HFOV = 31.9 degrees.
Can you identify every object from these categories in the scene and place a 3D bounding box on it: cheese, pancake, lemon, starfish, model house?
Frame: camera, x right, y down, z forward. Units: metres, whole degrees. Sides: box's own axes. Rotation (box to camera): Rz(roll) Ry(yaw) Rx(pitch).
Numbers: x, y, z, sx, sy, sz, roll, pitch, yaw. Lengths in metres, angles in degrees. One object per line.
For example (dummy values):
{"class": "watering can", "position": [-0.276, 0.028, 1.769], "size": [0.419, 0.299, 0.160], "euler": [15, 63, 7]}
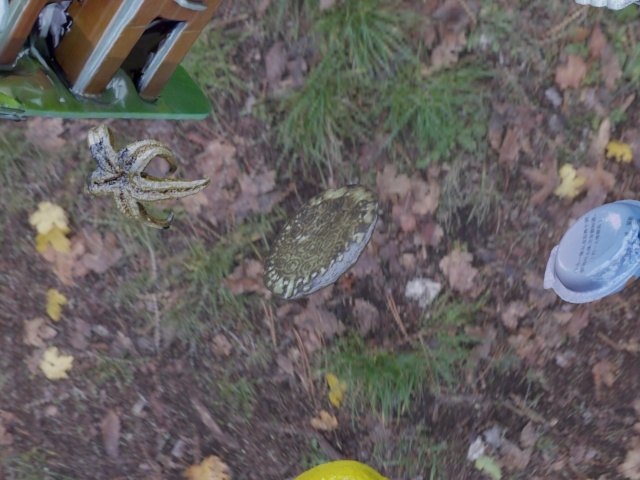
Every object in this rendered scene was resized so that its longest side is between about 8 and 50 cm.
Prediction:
{"class": "cheese", "position": [0.342, 0.003, 1.253], "size": [0.052, 0.244, 0.135], "euler": [33, 58, -25]}
{"class": "pancake", "position": [-0.001, -0.001, 1.531], "size": [0.199, 0.021, 0.199], "euler": [-29, 36, 24]}
{"class": "lemon", "position": [0.016, 0.251, 1.000], "size": [0.133, 0.109, 0.109], "euler": [-28, 72, 9]}
{"class": "starfish", "position": [-0.244, -0.079, 1.540], "size": [0.189, 0.146, 0.074], "euler": [16, 33, 17]}
{"class": "model house", "position": [-0.199, -0.323, 0.954], "size": [0.323, 0.300, 0.340], "euler": [-50, 65, 27]}

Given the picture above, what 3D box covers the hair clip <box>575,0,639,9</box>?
{"class": "hair clip", "position": [0.417, -0.377, 1.667], "size": [0.220, 0.054, 0.140], "euler": [20, 48, 37]}
